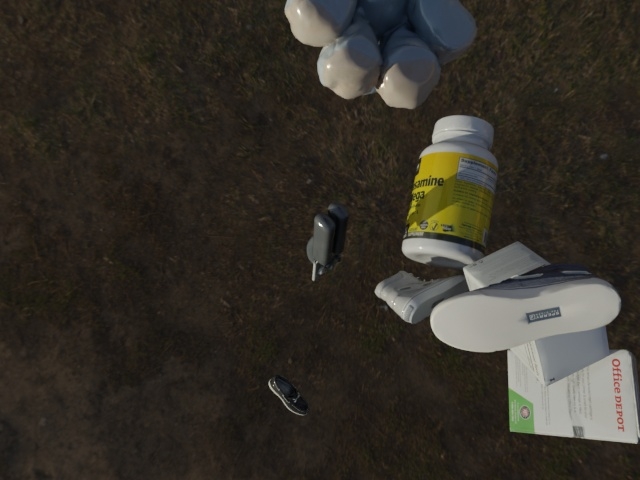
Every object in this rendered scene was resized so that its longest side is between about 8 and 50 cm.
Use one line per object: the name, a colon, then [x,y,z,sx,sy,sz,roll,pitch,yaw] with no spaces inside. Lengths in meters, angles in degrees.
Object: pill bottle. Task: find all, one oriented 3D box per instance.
pill bottle: [0.311,-0.111,1.166,0.187,0.188,0.334,11,79,7]

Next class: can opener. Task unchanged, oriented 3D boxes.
can opener: [0.000,0.000,1.065,0.076,0.283,0.095,-40,70,-20]

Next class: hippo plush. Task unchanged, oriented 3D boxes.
hippo plush: [0.038,-0.308,0.685,0.234,0.236,0.294,-29,102,-15]

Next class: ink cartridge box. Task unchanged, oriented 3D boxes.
ink cartridge box: [0.483,0.293,0.945,0.219,0.092,0.160,-9,66,38]

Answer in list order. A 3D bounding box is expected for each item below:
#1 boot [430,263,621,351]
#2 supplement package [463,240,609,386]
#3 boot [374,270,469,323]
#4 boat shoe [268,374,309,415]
boot: [0.217,0.071,0.550,0.189,0.086,0.069,-8,103,10]
supplement package: [0.404,0.130,0.948,0.133,0.244,0.139,-26,118,-2]
boot: [0.244,0.107,1.164,0.123,0.258,0.095,38,122,35]
boat shoe: [-0.073,0.382,1.226,0.125,0.046,0.038,45,138,6]
